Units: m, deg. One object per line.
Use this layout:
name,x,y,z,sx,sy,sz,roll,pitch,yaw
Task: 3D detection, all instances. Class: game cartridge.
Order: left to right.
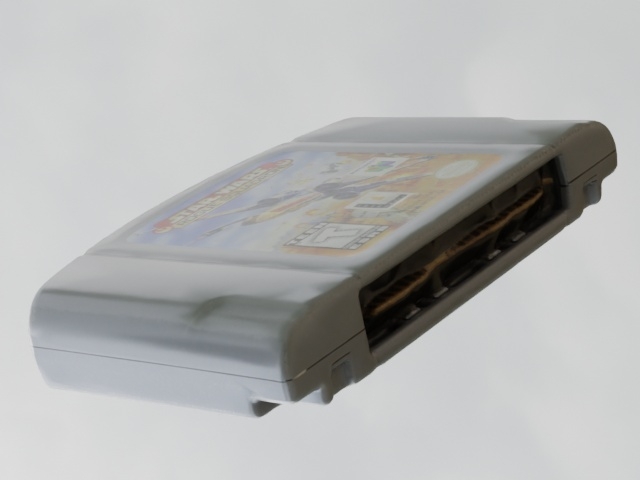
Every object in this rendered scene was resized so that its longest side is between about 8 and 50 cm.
game cartridge,0.000,0.000,0.859,0.297,0.198,0.062,-32,-59,-45
